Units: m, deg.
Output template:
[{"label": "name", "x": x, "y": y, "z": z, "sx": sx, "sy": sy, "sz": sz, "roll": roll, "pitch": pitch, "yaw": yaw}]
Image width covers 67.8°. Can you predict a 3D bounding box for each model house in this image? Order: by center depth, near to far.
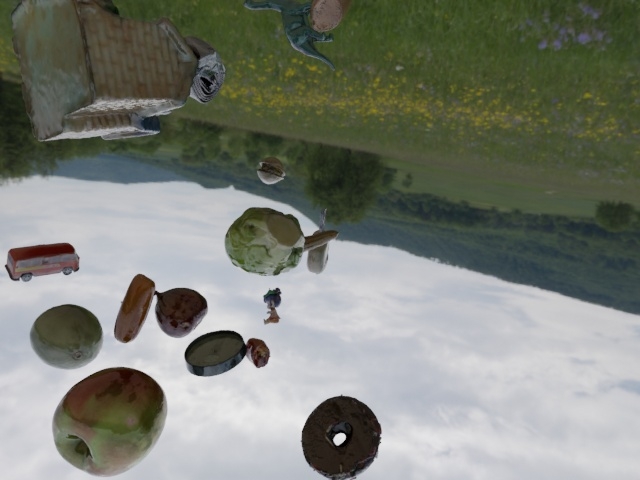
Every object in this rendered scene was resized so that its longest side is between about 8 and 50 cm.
[{"label": "model house", "x": -0.597, "y": -0.512, "z": 1.397, "sx": 0.446, "sy": 0.394, "sz": 0.400, "roll": -2, "pitch": -173, "yaw": 41}]

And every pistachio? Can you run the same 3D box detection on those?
[{"label": "pistachio", "x": -0.185, "y": -0.263, "z": 1.807, "sx": 0.113, "sy": 0.113, "sz": 0.149, "roll": 4, "pitch": -167, "yaw": -22}]

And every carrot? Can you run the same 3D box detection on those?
[{"label": "carrot", "x": -0.051, "y": 0.007, "z": 1.753, "sx": 0.298, "sy": 0.078, "sz": 0.078, "roll": -17, "pitch": -175, "yaw": 13}]

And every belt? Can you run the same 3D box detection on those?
[{"label": "belt", "x": -0.454, "y": -0.638, "z": 1.797, "sx": 0.164, "sy": 0.184, "sz": 0.289, "roll": 37, "pitch": 175, "yaw": 6}]

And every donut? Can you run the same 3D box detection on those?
[{"label": "donut", "x": 0.068, "y": 0.623, "z": 1.502, "sx": 0.270, "sy": 0.269, "sz": 0.103, "roll": 14, "pitch": 149, "yaw": 33}]

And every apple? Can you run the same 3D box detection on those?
[{"label": "apple", "x": -0.633, "y": 0.542, "z": 1.463, "sx": 0.319, "sy": 0.319, "sz": 0.277, "roll": 11, "pitch": -153, "yaw": 18}]

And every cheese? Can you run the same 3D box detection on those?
[{"label": "cheese", "x": 0.000, "y": 0.000, "z": 2.023, "sx": 0.082, "sy": 0.286, "sz": 0.163, "roll": 11, "pitch": -160, "yaw": 7}]

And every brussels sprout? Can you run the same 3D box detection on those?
[{"label": "brussels sprout", "x": -0.151, "y": 0.006, "z": 1.348, "sx": 0.244, "sy": 0.244, "sz": 0.244, "roll": 8, "pitch": -170, "yaw": -1}]

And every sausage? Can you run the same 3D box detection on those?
[{"label": "sausage", "x": -0.615, "y": 0.229, "z": 1.577, "sx": 0.098, "sy": 0.238, "sz": 0.098, "roll": 21, "pitch": 179, "yaw": 0}, {"label": "sausage", "x": 0.042, "y": -0.813, "z": 1.617, "sx": 0.123, "sy": 0.123, "sz": 0.252, "roll": 9, "pitch": -130, "yaw": 9}]

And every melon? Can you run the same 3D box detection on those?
[{"label": "melon", "x": -0.995, "y": 0.379, "z": 1.879, "sx": 0.308, "sy": 0.271, "sz": 0.272, "roll": 19, "pitch": -167, "yaw": 19}]

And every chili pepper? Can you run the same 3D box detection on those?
[{"label": "chili pepper", "x": -0.236, "y": 0.398, "z": 1.732, "sx": 0.084, "sy": 0.086, "sz": 0.192, "roll": 49, "pitch": 168, "yaw": -16}]

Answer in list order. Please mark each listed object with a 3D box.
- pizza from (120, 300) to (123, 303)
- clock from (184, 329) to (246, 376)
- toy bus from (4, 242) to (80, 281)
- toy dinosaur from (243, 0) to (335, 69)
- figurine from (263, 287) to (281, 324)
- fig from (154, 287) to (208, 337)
[{"label": "pizza", "x": -0.909, "y": 0.334, "z": 2.312, "sx": 0.036, "sy": 0.176, "sz": 0.184, "roll": -5, "pitch": -139, "yaw": 11}, {"label": "clock", "x": -0.365, "y": 0.385, "z": 1.652, "sx": 0.215, "sy": 0.041, "sz": 0.215, "roll": -7, "pitch": -156, "yaw": 3}, {"label": "toy bus", "x": -0.744, "y": 0.053, "z": 1.285, "sx": 0.174, "sy": 0.077, "sz": 0.079, "roll": -10, "pitch": -141, "yaw": -45}, {"label": "toy dinosaur", "x": -0.128, "y": -0.807, "z": 1.847, "sx": 0.331, "sy": 0.383, "sz": 0.129, "roll": -9, "pitch": 179, "yaw": 21}, {"label": "figurine", "x": -0.252, "y": 0.348, "z": 2.517, "sx": 0.102, "sy": 0.194, "sz": 0.111, "roll": -2, "pitch": 172, "yaw": -6}, {"label": "fig", "x": -0.575, "y": 0.257, "z": 1.862, "sx": 0.249, "sy": 0.186, "sz": 0.203, "roll": 38, "pitch": -123, "yaw": 3}]
